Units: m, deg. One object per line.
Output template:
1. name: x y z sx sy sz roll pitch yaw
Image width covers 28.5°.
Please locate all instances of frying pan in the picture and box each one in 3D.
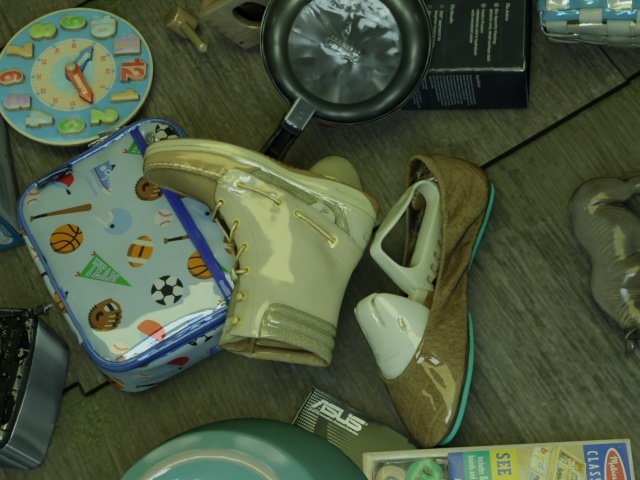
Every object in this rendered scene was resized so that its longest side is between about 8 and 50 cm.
1. frying pan: -0.024 -0.188 1.439 0.326 0.053 0.197 -33 104 13

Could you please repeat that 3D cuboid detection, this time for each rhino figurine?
1. rhino figurine: 0.340 0.030 1.357 0.106 0.073 0.243 -13 65 2

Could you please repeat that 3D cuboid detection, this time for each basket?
1. basket: 0.363 -0.369 1.451 0.255 0.201 0.288 4 85 15

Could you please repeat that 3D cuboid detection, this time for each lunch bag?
1. lunch bag: -0.200 0.005 1.461 0.243 0.115 0.303 -29 64 -5

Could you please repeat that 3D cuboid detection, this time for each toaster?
1. toaster: -0.381 0.161 1.422 0.186 0.110 0.168 2 67 16

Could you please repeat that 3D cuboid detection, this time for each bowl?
1. bowl: -0.089 0.298 1.160 0.312 0.163 0.311 -3 69 7

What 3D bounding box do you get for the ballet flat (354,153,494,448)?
1. ballet flat: 0.105 0.049 1.353 0.124 0.116 0.342 25 62 -22

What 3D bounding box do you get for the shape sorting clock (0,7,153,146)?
1. shape sorting clock: -0.316 -0.212 1.610 0.206 0.040 0.206 1 64 -1

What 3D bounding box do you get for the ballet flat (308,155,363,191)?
1. ballet flat: 0.000 0.000 1.437 0.086 0.086 0.248 1 66 12

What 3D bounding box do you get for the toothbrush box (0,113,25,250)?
1. toothbrush box: -0.536 -0.066 1.555 0.296 0.126 0.216 -18 63 5

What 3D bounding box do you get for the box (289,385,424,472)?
1. box: 0.027 0.275 1.323 0.191 0.045 0.184 27 75 20

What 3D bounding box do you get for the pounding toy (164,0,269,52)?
1. pounding toy: -0.098 -0.292 1.586 0.206 0.094 0.181 -18 52 43

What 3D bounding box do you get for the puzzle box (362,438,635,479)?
1. puzzle box: 0.183 0.399 1.202 0.272 0.052 0.408 -4 68 3

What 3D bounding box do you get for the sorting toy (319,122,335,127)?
1. sorting toy: 0.035 -0.321 1.479 0.127 0.126 0.365 32 100 58

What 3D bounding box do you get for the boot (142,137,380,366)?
1. boot: -0.087 0.013 1.338 0.262 0.095 0.203 18 71 -2

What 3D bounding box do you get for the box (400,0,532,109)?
1. box: 0.171 -0.243 1.507 0.158 0.093 0.155 0 65 13
